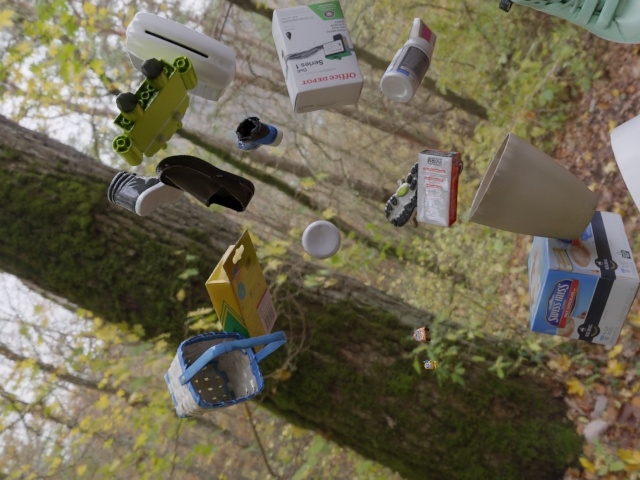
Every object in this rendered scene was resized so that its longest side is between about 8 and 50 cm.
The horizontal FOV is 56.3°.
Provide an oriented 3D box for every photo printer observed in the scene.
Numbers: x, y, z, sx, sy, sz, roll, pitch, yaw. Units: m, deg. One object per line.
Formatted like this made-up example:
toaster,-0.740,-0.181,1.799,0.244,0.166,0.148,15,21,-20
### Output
photo printer,-0.331,-0.435,1.431,0.307,0.255,0.107,-156,86,-76

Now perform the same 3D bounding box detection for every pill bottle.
pill bottle,0.187,-0.366,1.273,0.137,0.078,0.078,-61,3,-29
pill bottle,0.000,0.000,1.875,0.215,0.117,0.117,173,117,-87

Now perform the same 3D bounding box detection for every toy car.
toy car,0.262,0.276,1.509,0.060,0.040,0.122,-20,-80,-71

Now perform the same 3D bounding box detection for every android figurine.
android figurine,-0.347,-0.270,1.265,0.248,0.056,0.273,-57,-5,-12

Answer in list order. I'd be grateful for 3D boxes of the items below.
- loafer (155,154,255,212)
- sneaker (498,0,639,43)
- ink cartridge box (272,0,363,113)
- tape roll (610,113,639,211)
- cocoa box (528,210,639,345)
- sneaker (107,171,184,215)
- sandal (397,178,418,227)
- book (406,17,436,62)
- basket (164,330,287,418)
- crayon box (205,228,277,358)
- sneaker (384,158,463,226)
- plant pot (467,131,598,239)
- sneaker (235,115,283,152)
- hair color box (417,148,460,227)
loafer,-0.246,-0.119,1.288,0.080,0.219,0.078,122,155,-44
sneaker,0.363,-0.335,0.829,0.256,0.151,0.094,35,126,36
ink cartridge box,-0.007,-0.417,1.362,0.092,0.160,0.220,110,145,-72
tape roll,0.535,-0.063,0.850,0.100,0.286,0.286,-32,31,36
cocoa box,0.728,0.086,1.700,0.347,0.227,0.232,-65,-19,-53
sneaker,-0.509,-0.165,1.769,0.296,0.146,0.105,-48,-23,-64
sandal,0.279,-0.122,1.842,0.072,0.049,0.180,61,-164,-53
book,0.302,-0.583,1.766,0.144,0.035,0.096,9,-85,-60
basket,-0.251,0.324,1.527,0.289,0.254,0.201,-37,67,32
crayon box,-0.225,0.152,1.699,0.202,0.081,0.319,-66,-33,-57
sneaker,0.282,-0.147,1.608,0.118,0.107,0.279,-27,-12,-46
plant pot,0.568,-0.113,1.575,0.257,0.273,0.256,-63,-7,-14
sneaker,-0.159,-0.235,1.318,0.152,0.084,0.058,8,80,50
hair color box,0.229,-0.103,1.165,0.043,0.071,0.141,-33,-51,-48
